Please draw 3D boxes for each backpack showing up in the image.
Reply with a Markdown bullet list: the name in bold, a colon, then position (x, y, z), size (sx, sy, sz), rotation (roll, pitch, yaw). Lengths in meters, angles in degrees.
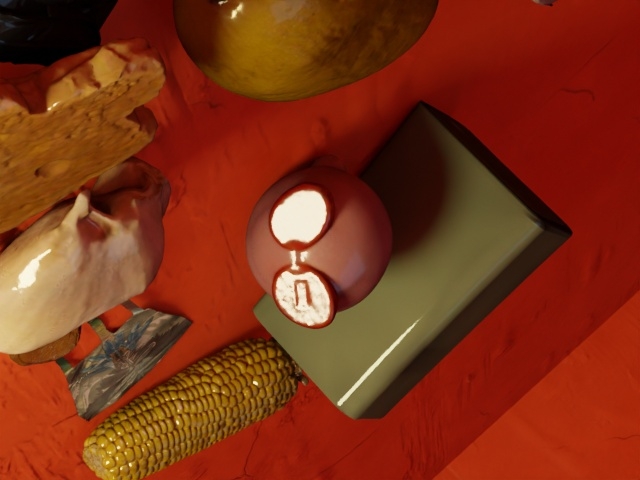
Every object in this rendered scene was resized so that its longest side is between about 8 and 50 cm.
- **backpack**: position (-0.208, -0.185, 1.056), size (0.120, 0.106, 0.165), rotation (-57, 158, 11)

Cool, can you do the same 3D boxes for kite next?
- **kite**: position (-0.242, 0.121, 1.657), size (0.169, 0.015, 0.310), rotation (-44, 159, -2)

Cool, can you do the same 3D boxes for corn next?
- **corn**: position (-0.157, 0.208, 1.854), size (0.305, 0.106, 0.106), rotation (-24, 150, -33)

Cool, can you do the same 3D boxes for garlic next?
- **garlic**: position (-0.212, 0.019, 1.310), size (0.217, 0.110, 0.228), rotation (-38, -173, -7)

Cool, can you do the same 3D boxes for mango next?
- **mango**: position (-0.011, -0.206, 1.324), size (0.195, 0.142, 0.331), rotation (-45, 159, 15)

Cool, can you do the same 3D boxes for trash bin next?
- **trash bin**: position (0.103, 0.031, 1.852), size (0.343, 0.223, 0.158), rotation (-47, 159, 11)

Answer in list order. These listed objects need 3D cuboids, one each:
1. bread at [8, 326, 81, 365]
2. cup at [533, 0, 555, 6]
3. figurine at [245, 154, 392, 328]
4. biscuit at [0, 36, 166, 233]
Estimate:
- **bread**: position (-0.277, 0.080, 1.472), size (0.085, 0.053, 0.085), rotation (-25, 149, -16)
- **cup**: position (0.130, -0.313, 1.269), size (0.241, 0.226, 0.185), rotation (-32, 156, -48)
- **figurine**: position (0.000, 0.000, 1.678), size (0.173, 0.173, 0.173), rotation (-37, 157, -19)
- **biscuit**: position (-0.268, -0.054, 1.104), size (0.376, 0.051, 0.269), rotation (-28, 171, 22)
